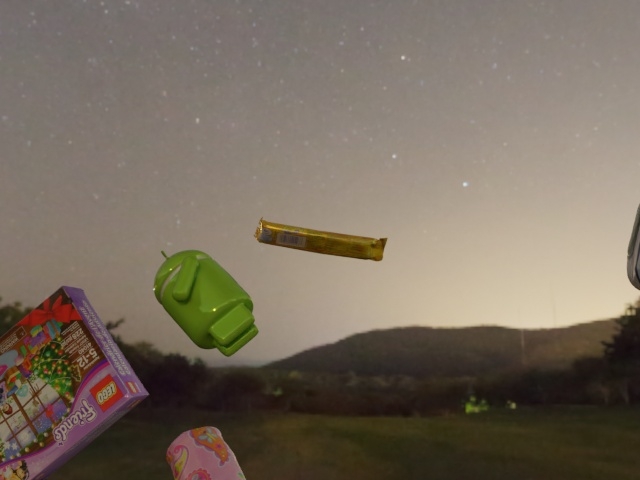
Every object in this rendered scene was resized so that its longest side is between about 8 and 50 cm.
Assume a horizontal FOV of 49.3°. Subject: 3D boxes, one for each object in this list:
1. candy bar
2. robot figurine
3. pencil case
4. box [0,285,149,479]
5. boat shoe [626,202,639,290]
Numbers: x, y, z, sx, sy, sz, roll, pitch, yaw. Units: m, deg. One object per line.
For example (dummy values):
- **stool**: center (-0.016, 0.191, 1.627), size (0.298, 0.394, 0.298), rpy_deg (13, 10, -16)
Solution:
- **candy bar**: center (0.000, 0.000, 0.844), size (0.162, 0.018, 0.040), rpy_deg (9, -45, -4)
- **robot figurine**: center (-0.109, 0.055, 0.653), size (0.067, 0.115, 0.101), rpy_deg (-39, -26, -17)
- **pencil case**: center (-0.181, 0.475, 1.269), size (0.124, 0.124, 0.284), rpy_deg (10, 29, -44)
- **box**: center (-0.422, 0.234, 1.024), size (0.293, 0.201, 0.057), rpy_deg (-40, -15, 5)
- **boat shoe**: center (0.342, -0.072, 0.608), size (0.096, 0.267, 0.088), rpy_deg (18, 1, 0)
